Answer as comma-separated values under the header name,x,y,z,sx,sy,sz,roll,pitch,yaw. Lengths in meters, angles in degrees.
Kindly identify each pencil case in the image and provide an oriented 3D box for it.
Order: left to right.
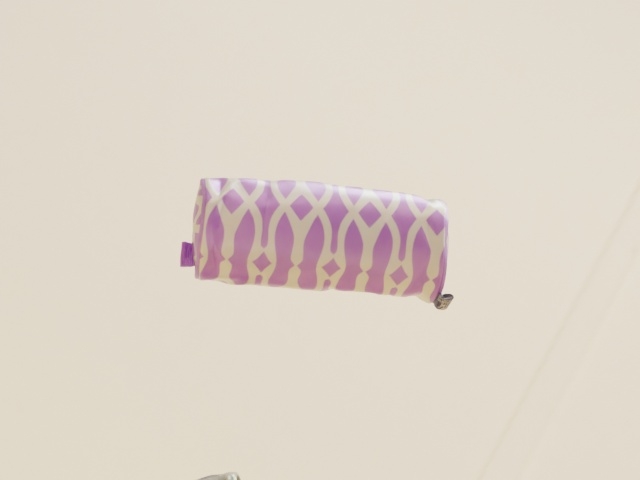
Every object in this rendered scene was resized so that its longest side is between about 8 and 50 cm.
name,x,y,z,sx,sy,sz,roll,pitch,yaw
pencil case,0.000,0.000,1.300,0.206,0.088,0.086,8,-110,-7

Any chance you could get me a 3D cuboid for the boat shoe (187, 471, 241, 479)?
name,x,y,z,sx,sy,sz,roll,pitch,yaw
boat shoe,-0.065,0.283,1.442,0.081,0.079,0.227,-23,-135,-4
